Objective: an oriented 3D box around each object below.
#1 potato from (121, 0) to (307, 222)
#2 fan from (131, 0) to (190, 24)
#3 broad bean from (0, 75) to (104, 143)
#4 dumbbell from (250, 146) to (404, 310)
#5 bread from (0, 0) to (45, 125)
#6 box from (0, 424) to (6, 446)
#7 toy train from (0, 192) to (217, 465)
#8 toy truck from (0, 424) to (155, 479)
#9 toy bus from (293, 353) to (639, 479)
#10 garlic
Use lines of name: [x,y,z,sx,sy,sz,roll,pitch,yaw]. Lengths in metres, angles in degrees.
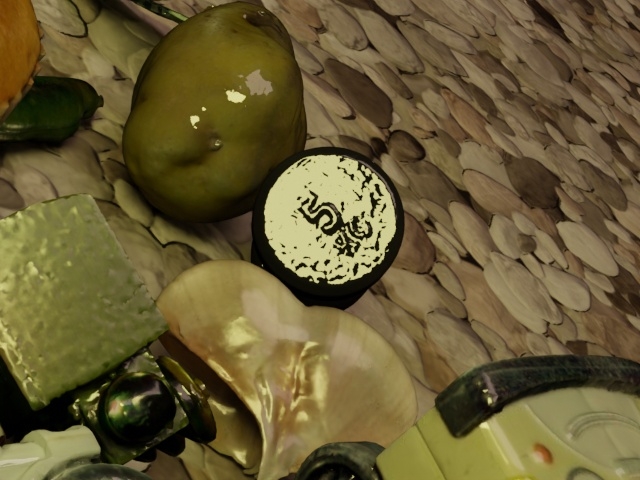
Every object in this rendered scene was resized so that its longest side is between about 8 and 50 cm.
potato: [-0.079,-0.095,1.012,0.137,0.154,0.200,-8,24,-1]
fan: [-0.133,-0.195,1.156,0.240,0.009,0.131,25,5,22]
broad bean: [-0.276,-0.122,0.930,0.292,0.049,0.144,23,32,-28]
dumbbell: [0.000,0.000,0.951,0.100,0.100,0.191,43,-9,4]
bread: [-0.250,-0.101,0.598,0.250,0.133,0.179,12,43,-43]
box: [-0.380,-0.004,0.566,0.344,0.122,0.385,-7,54,-54]
toy train: [-0.132,0.067,0.680,0.090,0.225,0.137,-31,89,-25]
toy truck: [-0.123,0.261,0.458,0.207,0.173,0.387,2,49,-37]
toy bus: [0.044,0.199,0.609,0.143,0.305,0.179,7,46,-47]
garlic: [-0.029,0.084,0.836,0.174,0.124,0.099,37,-4,-4]
